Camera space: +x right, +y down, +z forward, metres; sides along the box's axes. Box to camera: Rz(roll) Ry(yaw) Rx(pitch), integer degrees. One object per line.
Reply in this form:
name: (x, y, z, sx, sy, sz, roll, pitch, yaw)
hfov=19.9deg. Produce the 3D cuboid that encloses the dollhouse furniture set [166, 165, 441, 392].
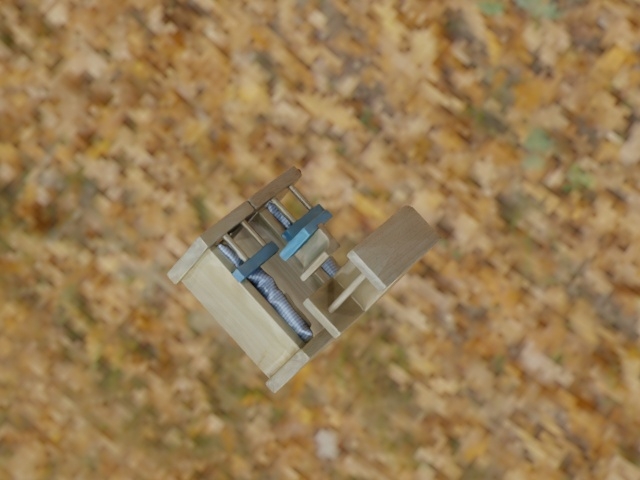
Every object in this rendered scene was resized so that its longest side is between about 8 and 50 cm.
dollhouse furniture set: (0.000, 0.000, 1.405, 0.129, 0.129, 0.184, 47, 139, 4)
